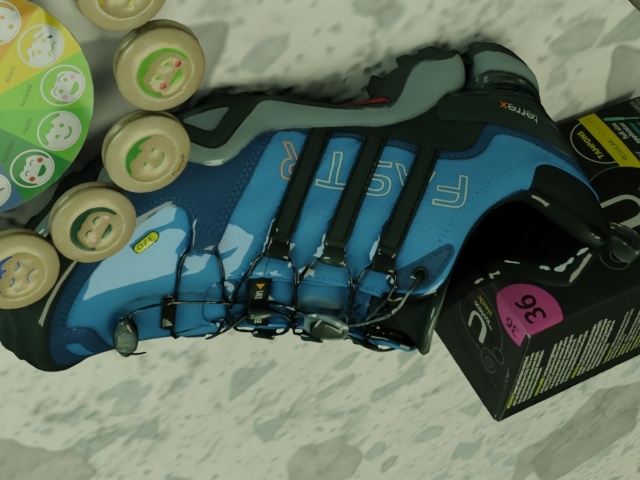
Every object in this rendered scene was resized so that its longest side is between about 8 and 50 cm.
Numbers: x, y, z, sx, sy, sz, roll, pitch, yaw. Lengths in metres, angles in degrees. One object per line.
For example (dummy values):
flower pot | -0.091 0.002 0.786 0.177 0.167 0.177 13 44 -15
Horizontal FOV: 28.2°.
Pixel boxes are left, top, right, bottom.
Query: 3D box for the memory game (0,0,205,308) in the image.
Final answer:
memory game | -0.130 -0.047 0.479 0.186 0.012 0.186 -15 130 -19

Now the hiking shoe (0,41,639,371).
hiking shoe | 0.000 0.000 0.598 0.304 0.132 0.113 -22 148 -18

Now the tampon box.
tampon box | 0.148 0.009 0.760 0.161 0.120 0.101 -22 148 -19

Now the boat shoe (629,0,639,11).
boat shoe | 0.223 -0.168 0.300 0.355 0.132 0.130 -32 143 -8
